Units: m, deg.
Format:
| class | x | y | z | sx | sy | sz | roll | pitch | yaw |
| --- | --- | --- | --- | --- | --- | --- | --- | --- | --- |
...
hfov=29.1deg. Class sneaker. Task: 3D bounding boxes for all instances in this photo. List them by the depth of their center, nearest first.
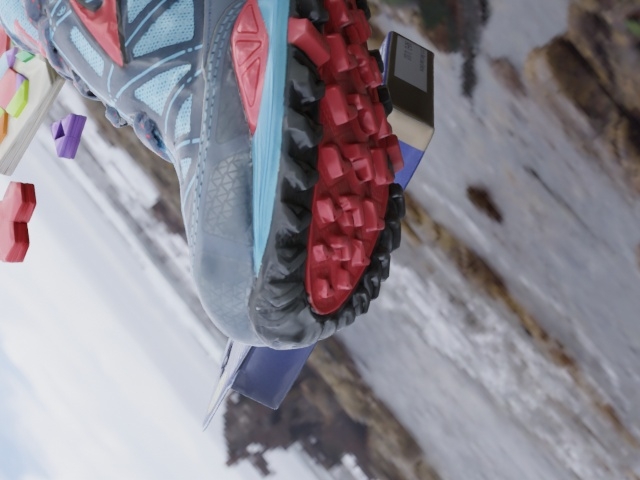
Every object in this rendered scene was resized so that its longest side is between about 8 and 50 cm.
| class | x | y | z | sx | sy | sz | roll | pitch | yaw |
| --- | --- | --- | --- | --- | --- | --- | --- | --- | --- |
| sneaker | -0.047 | -0.071 | 0.431 | 0.104 | 0.125 | 0.261 | 52 | -155 | -54 |

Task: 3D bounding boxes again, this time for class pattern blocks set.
| class | x | y | z | sx | sy | sz | roll | pitch | yaw |
| --- | --- | --- | --- | --- | --- | --- | --- | --- | --- |
| pattern blocks set | -0.309 | -0.165 | 1.232 | 0.026 | 0.285 | 0.325 | 11 | -150 | -39 |

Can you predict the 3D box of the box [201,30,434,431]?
| class | x | y | z | sx | sy | sz | roll | pitch | yaw |
| --- | --- | --- | --- | --- | --- | --- | --- | --- | --- |
| box | 0.000 | 0.000 | 0.710 | 0.036 | 0.225 | 0.136 | 27 | -156 | -8 |
